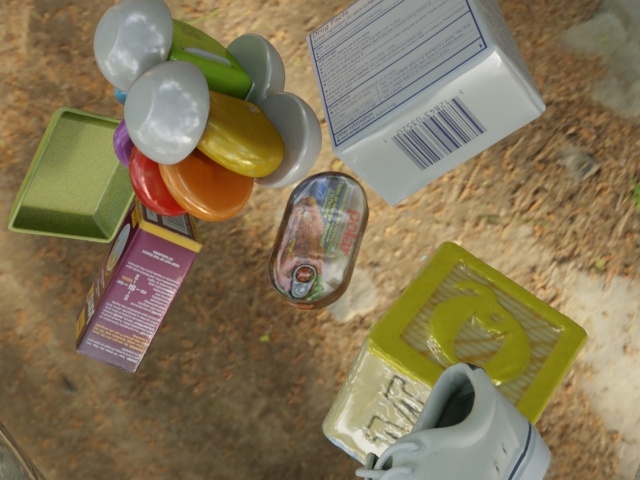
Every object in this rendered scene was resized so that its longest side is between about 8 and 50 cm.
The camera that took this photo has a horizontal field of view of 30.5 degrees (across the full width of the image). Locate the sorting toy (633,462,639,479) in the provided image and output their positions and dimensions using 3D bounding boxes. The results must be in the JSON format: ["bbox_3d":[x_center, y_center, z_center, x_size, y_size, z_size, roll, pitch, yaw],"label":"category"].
[{"bbox_3d":[0.384,0.250,0.980,0.255,0.257,0.089,36,156,-19],"label":"sorting toy"}]

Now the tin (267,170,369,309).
[{"bbox_3d":[0.000,0.000,1.486,0.106,0.189,0.040,8,153,21],"label":"tin"}]

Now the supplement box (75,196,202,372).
[{"bbox_3d":[-0.225,0.051,1.434,0.081,0.104,0.188,24,105,-19],"label":"supplement box"}]

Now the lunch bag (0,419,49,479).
[{"bbox_3d":[-0.352,0.249,1.069,0.256,0.212,0.305,23,146,40],"label":"lunch bag"}]

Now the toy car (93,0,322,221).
[{"bbox_3d":[-0.101,-0.091,0.905,0.136,0.159,0.182,-51,48,27],"label":"toy car"}]

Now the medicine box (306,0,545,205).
[{"bbox_3d":[0.141,-0.243,1.675,0.263,0.289,0.149,-32,131,20],"label":"medicine box"}]

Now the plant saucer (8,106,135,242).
[{"bbox_3d":[-0.332,-0.096,1.621,0.045,0.188,0.188,38,107,34],"label":"plant saucer"}]

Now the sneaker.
[{"bbox_3d":[0.053,0.163,0.672,0.094,0.258,0.091,-36,96,33],"label":"sneaker"}]

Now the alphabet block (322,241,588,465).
[{"bbox_3d":[0.144,0.158,1.291,0.193,0.192,0.197,33,141,10],"label":"alphabet block"}]
